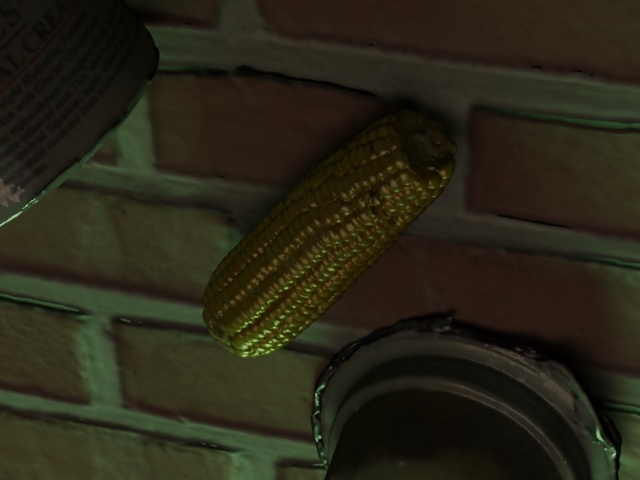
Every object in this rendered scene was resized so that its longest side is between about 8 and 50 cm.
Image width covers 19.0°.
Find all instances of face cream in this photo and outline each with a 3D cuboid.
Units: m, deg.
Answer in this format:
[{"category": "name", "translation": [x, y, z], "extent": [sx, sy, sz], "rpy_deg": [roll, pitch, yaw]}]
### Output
[{"category": "face cream", "translation": [-0.195, -0.101, 0.997], "extent": [0.177, 0.177, 0.153], "rpy_deg": [-25, 118, 34]}]

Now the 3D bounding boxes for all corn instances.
[{"category": "corn", "translation": [0.000, 0.000, 1.086], "extent": [0.067, 0.067, 0.206], "rpy_deg": [37, 130, -12]}]

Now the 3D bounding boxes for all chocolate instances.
[{"category": "chocolate", "translation": [0.076, 0.165, 1.145], "extent": [0.221, 0.147, 0.221], "rpy_deg": [8, 127, 11]}]
